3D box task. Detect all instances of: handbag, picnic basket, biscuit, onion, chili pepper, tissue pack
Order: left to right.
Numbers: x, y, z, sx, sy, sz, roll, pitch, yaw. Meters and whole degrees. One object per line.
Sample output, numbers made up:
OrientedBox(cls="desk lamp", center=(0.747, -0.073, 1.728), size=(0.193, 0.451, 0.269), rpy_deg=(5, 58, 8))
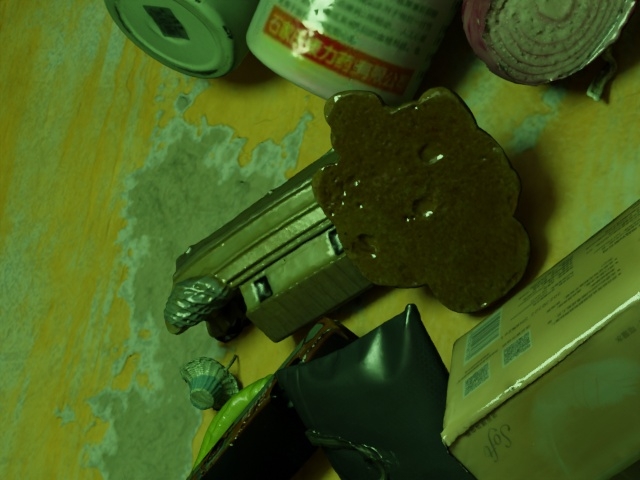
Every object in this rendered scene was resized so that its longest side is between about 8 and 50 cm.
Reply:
OrientedBox(cls="picnic basket", center=(-0.140, 0.179, 1.478), size=(0.065, 0.083, 0.083), rpy_deg=(-38, 16, 28))
OrientedBox(cls="chili pepper", center=(-0.112, 0.231, 1.450), size=(0.049, 0.043, 0.208), rpy_deg=(41, 107, 2))
OrientedBox(cls="handbag", center=(0.079, 0.211, 1.223), size=(0.211, 0.088, 0.254), rpy_deg=(-28, 91, 39))
OrientedBox(cls="biscuit", center=(0.108, -0.048, 1.278), size=(0.208, 0.041, 0.290), rpy_deg=(-37, 98, 15))
OrientedBox(cls="onion", center=(0.250, -0.279, 1.285), size=(0.200, 0.200, 0.207), rpy_deg=(49, 140, 38))
OrientedBox(cls="tissue pack", center=(0.295, 0.121, 1.083), size=(0.305, 0.238, 0.239), rpy_deg=(-41, 53, 22))

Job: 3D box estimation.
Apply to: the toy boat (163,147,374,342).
OrientedBox(cls="toy boat", center=(0.000, 0.000, 1.396), size=(0.445, 0.136, 0.162), rpy_deg=(-34, 66, 21))

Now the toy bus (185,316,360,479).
OrientedBox(cls="toy bus", center=(-0.084, 0.261, 1.366), size=(0.409, 0.093, 0.092), rpy_deg=(-50, 10, 11))

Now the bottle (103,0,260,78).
OrientedBox(cls="bottle", center=(-0.115, -0.402, 1.579), size=(0.229, 0.229, 0.352), rpy_deg=(8, 58, 39))

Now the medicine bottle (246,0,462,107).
OrientedBox(cls="medicine bottle", center=(0.084, -0.355, 1.362), size=(0.219, 0.219, 0.388), rpy_deg=(41, 111, 40))
